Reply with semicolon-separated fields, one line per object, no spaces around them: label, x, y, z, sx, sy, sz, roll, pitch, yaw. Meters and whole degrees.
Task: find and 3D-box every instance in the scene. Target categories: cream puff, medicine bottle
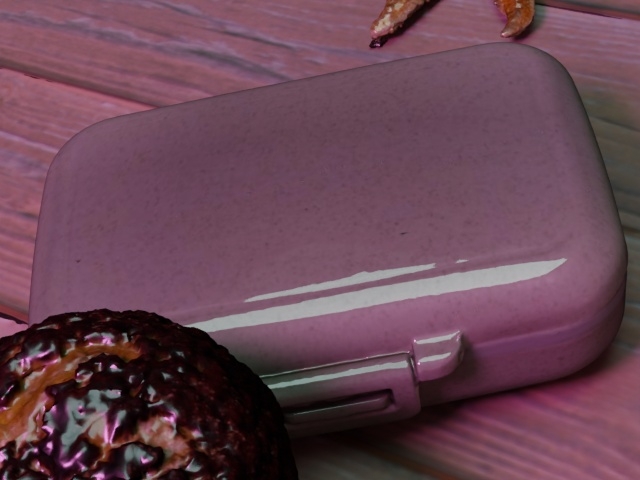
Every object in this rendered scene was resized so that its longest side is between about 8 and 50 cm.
cream puff;-0.117;0.150;0.636;0.165;0.239;0.239;12;36;-30
medicine bottle;0.000;0.000;0.840;0.375;0.123;0.282;-10;45;5

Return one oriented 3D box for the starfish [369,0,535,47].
starfish;0.116;-0.280;1.128;0.299;0.060;0.302;0;47;11
